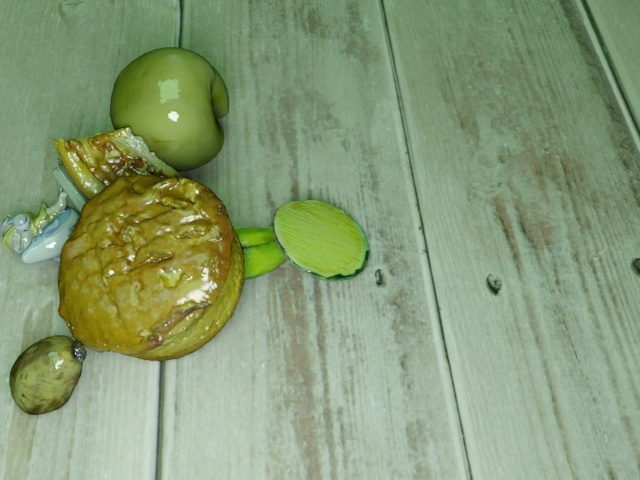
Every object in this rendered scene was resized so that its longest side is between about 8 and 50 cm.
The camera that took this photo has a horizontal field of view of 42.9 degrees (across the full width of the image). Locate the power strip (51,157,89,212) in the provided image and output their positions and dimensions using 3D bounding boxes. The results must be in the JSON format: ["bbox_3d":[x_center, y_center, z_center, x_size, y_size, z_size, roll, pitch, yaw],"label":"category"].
[{"bbox_3d":[-0.530,-0.093,1.836,0.029,0.080,0.227,-38,86,16],"label":"power strip"}]

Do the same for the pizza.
[{"bbox_3d":[-0.426,-0.136,1.816,0.365,0.074,0.182,40,96,-11],"label":"pizza"}]

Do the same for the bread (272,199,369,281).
[{"bbox_3d":[0.000,0.000,1.770,0.228,0.033,0.228,15,46,-16],"label":"bread"}]

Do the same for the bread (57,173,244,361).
[{"bbox_3d":[-0.331,0.060,1.614,0.398,0.215,0.398,-7,67,18],"label":"bread"}]

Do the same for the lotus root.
[{"bbox_3d":[-0.518,0.248,1.564,0.138,0.214,0.138,32,34,-24],"label":"lotus root"}]

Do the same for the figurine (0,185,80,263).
[{"bbox_3d":[-0.609,-0.029,1.812,0.183,0.128,0.208,6,46,10],"label":"figurine"}]

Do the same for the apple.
[{"bbox_3d":[-0.354,-0.307,1.926,0.254,0.292,0.292,-1,53,8],"label":"apple"}]

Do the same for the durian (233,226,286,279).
[{"bbox_3d":[-0.180,0.030,1.765,0.250,0.101,0.139,-14,21,-10],"label":"durian"}]
